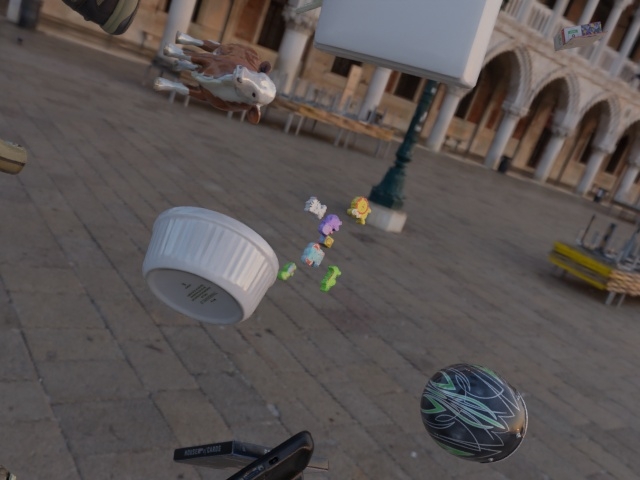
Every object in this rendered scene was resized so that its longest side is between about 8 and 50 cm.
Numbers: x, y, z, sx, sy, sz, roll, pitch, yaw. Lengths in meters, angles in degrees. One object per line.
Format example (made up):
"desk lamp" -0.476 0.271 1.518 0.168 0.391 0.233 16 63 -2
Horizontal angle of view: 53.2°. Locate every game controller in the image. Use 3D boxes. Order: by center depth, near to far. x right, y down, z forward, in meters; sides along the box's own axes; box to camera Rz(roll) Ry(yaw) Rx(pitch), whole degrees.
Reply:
"game controller" -0.134 0.416 1.021 0.067 0.166 0.319 33 33 30

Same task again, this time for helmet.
"helmet" 0.248 0.281 1.051 0.169 0.169 0.161 25 -7 15

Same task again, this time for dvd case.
"dvd case" -0.130 0.419 1.218 0.179 0.029 0.239 -22 -35 39

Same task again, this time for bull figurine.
"bull figurine" -0.169 -0.281 1.081 0.189 0.101 0.310 14 19 -9

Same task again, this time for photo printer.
"photo printer" 0.146 -0.399 0.920 0.256 0.307 0.107 20 12 17

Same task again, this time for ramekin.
"ramekin" -0.229 0.063 1.280 0.273 0.273 0.127 21 57 0

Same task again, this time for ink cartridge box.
"ink cartridge box" 0.453 -0.359 1.117 0.063 0.029 0.115 -8 4 8

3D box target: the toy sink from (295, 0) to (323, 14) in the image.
"toy sink" 0.042 -0.688 1.638 0.234 0.131 0.153 -6 25 33

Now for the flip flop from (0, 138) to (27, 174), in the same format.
"flip flop" -0.320 -0.120 0.515 0.112 0.080 0.277 22 -6 7

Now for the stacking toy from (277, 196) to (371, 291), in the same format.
"stacking toy" 0.000 0.000 1.397 0.052 0.221 0.167 39 -20 -35

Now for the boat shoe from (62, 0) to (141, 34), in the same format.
"boat shoe" -0.320 -0.495 1.023 0.130 0.355 0.132 12 40 -34

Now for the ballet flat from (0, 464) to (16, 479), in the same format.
"ballet flat" -0.244 0.298 0.507 0.058 0.084 0.249 -9 52 -18
